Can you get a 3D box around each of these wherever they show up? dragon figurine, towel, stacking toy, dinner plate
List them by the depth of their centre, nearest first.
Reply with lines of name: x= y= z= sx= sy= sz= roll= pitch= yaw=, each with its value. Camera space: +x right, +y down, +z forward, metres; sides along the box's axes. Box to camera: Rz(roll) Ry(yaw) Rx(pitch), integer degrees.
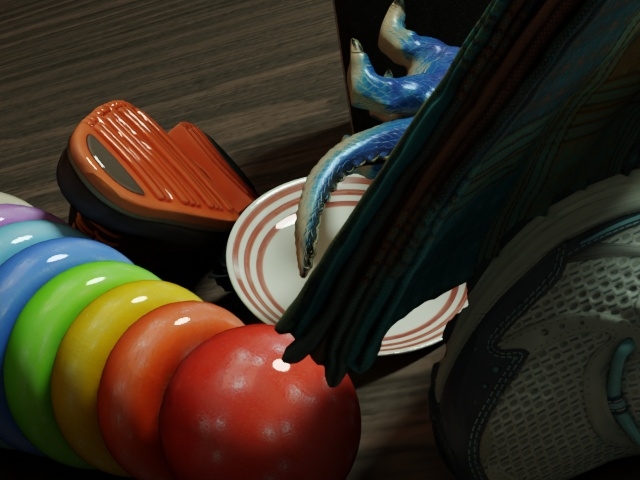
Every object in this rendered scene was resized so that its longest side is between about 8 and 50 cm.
towel: x=0.144 y=-0.091 z=0.714 sx=0.370 sy=0.040 sz=0.271 roll=-26 pitch=-26 yaw=-56
stacking toy: x=-0.102 y=0.059 z=0.812 sx=0.141 sy=0.141 sz=0.330 roll=-36 pitch=29 yaw=-31
dinner plate: x=0.020 y=0.014 z=0.870 sx=0.141 sy=0.017 sz=0.141 roll=2 pitch=42 yaw=-1
dragon figurine: x=0.086 y=-0.061 z=0.882 sx=0.144 sy=0.085 sz=0.289 roll=15 pitch=26 yaw=12

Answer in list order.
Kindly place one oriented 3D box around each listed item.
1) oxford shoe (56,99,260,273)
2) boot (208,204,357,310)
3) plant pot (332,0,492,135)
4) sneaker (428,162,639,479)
oxford shoe: x=-0.108 y=-0.015 z=0.980 sx=0.098 sy=0.097 sz=0.271 roll=-42 pitch=-9 yaw=7
boot: x=0.000 y=0.000 z=0.960 sx=0.121 sy=0.045 sz=0.099 roll=-36 pitch=21 yaw=-31
plant pot: x=0.098 y=-0.159 z=1.076 sx=0.167 sy=0.187 sz=0.188 roll=-7 pitch=23 yaw=5
sneaker: x=0.176 y=0.023 z=0.641 sx=0.283 sy=0.110 sz=0.122 roll=-29 pitch=34 yaw=-4
